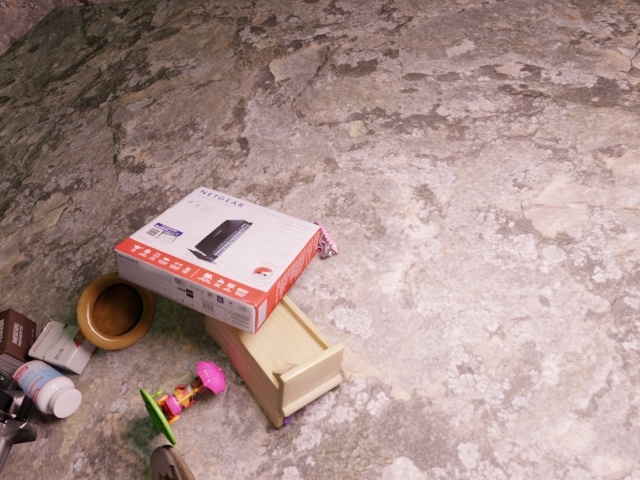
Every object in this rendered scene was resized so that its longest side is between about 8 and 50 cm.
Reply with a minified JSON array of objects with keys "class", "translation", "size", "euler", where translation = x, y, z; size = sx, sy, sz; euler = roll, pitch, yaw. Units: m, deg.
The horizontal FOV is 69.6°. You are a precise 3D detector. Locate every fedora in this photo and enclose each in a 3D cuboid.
[{"class":"fedora","translation":[-0.513,0.178,1.149],"size":[0.079,0.194,0.195],"euler":[-27,38,46]}]

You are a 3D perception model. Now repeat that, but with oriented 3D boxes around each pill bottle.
[{"class":"pill bottle","translation":[-0.636,0.348,1.073],"size":[0.160,0.087,0.087],"euler":[16,60,27]}]

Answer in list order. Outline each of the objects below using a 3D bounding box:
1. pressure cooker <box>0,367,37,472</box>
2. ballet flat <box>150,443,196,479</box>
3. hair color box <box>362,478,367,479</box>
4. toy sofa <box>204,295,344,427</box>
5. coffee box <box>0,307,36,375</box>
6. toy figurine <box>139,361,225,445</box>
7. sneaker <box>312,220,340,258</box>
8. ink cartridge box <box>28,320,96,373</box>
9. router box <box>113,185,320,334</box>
[{"class":"pressure cooker","translation":[-0.805,0.417,0.881],"size":[0.375,0.370,0.421],"euler":[-20,47,24]},{"class":"ballet flat","translation":[-0.244,0.492,0.867],"size":[0.250,0.058,0.084],"euler":[42,100,34]},{"class":"hair color box","translation":[-0.049,0.511,0.713],"size":[0.346,0.174,0.105],"euler":[-24,49,-2]},{"class":"toy sofa","translation":[-0.119,0.204,1.006],"size":[0.150,0.177,0.362],"euler":[-22,45,-32]},{"class":"coffee box","translation":[-0.878,0.296,1.180],"size":[0.246,0.098,0.141],"euler":[-25,51,-2]},{"class":"toy figurine","translation":[-0.277,0.326,0.973],"size":[0.159,0.173,0.130],"euler":[-31,82,-32]},{"class":"sneaker","translation":[0.000,0.000,1.175],"size":[0.057,0.047,0.119],"euler":[-36,50,3]},{"class":"ink cartridge box","translation":[-0.641,0.267,1.156],"size":[0.135,0.056,0.099],"euler":[8,56,22]},{"class":"router box","translation":[-0.213,0.023,1.014],"size":[0.335,0.082,0.301],"euler":[19,38,15]}]
